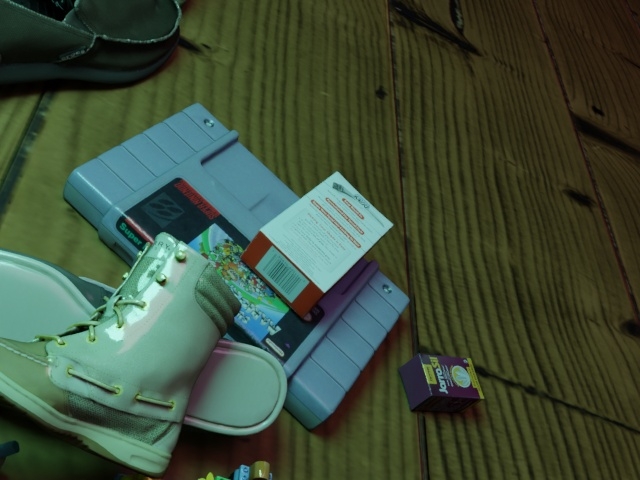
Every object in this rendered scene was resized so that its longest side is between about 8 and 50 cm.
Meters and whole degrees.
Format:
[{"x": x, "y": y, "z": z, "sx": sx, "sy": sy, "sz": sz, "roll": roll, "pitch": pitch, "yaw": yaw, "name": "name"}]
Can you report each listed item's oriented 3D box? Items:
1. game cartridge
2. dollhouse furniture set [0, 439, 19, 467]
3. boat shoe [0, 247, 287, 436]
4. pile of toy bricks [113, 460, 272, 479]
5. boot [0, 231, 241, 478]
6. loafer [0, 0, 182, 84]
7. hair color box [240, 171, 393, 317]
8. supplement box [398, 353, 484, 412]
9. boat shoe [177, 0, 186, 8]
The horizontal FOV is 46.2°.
[{"x": -0.078, "y": 0.013, "z": 0.824, "sx": 0.355, "sy": 0.068, "sz": 0.230, "roll": 43, "pitch": 35, "yaw": 1, "name": "game cartridge"}, {"x": -0.322, "y": 0.191, "z": 0.454, "sx": 0.303, "sy": 0.198, "sz": 0.287, "roll": -100, "pitch": 169, "yaw": -69, "name": "dollhouse furniture set"}, {"x": -0.193, "y": 0.094, "z": 0.647, "sx": 0.335, "sy": 0.095, "sz": 0.112, "roll": 22, "pitch": 77, "yaw": -18, "name": "boat shoe"}, {"x": -0.069, "y": 0.222, "z": 0.602, "sx": 0.212, "sy": 0.105, "sz": 0.118, "roll": 22, "pitch": 43, "yaw": -22, "name": "pile of toy bricks"}, {"x": -0.159, "y": 0.060, "z": 0.545, "sx": 0.213, "sy": 0.077, "sz": 0.165, "roll": 43, "pitch": 64, "yaw": -38, "name": "boot"}, {"x": -0.274, "y": -0.256, "z": 0.839, "sx": 0.134, "sy": 0.130, "sz": 0.366, "roll": 47, "pitch": 35, "yaw": 7, "name": "loafer"}, {"x": 0.000, "y": 0.000, "z": 0.814, "sx": 0.093, "sy": 0.053, "sz": 0.167, "roll": 44, "pitch": 41, "yaw": 5, "name": "hair color box"}, {"x": 0.140, "y": 0.166, "z": 0.871, "sx": 0.083, "sy": 0.043, "sz": 0.055, "roll": 10, "pitch": 51, "yaw": -32, "name": "supplement box"}, {"x": -0.221, "y": -0.471, "z": 1.093, "sx": 0.122, "sy": 0.120, "sz": 0.324, "roll": 12, "pitch": 48, "yaw": -32, "name": "boat shoe"}]
